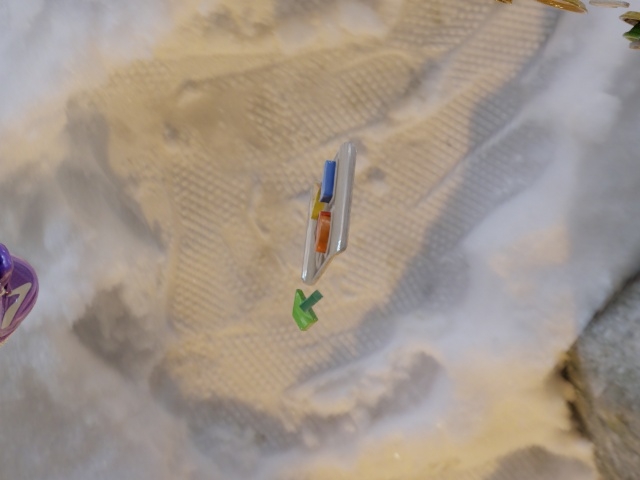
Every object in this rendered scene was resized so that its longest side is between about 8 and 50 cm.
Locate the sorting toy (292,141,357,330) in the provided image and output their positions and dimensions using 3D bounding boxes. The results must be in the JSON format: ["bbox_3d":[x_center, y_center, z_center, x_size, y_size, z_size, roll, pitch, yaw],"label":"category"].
[{"bbox_3d":[0.000,0.000,0.608,0.012,0.062,0.083,11,71,-13],"label":"sorting toy"}]

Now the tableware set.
[{"bbox_3d":[0.159,-0.134,0.765,0.154,0.104,0.024,16,97,-17],"label":"tableware set"}]

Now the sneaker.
[{"bbox_3d":[-0.188,0.025,0.685,0.071,0.170,0.068,-19,84,9],"label":"sneaker"}]
